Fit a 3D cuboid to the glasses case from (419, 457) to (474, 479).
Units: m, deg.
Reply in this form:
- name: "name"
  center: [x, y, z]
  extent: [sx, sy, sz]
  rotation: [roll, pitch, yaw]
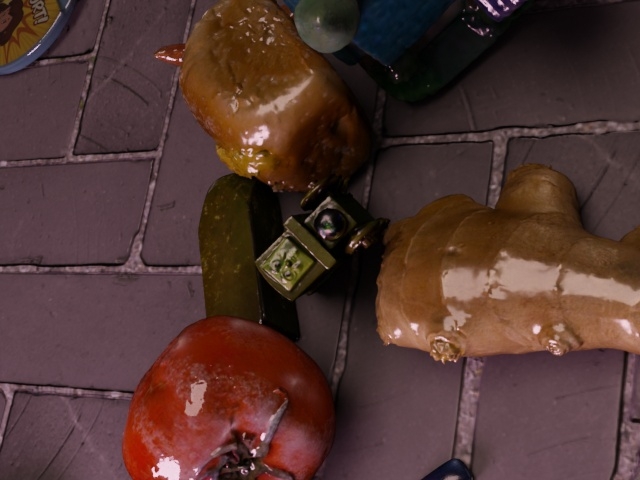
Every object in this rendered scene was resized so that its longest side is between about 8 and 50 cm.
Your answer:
- name: "glasses case"
  center: [0.119, 0.259, 1.187]
  extent: [0.083, 0.023, 0.033]
  rotation: [-38, 57, 12]

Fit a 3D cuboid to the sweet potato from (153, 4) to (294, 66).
- name: "sweet potato"
  center: [-0.092, -0.266, 1.497]
  extent: [0.255, 0.078, 0.058]
  rotation: [-16, 63, 23]

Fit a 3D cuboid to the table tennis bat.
- name: "table tennis bat"
  center: [-0.436, -0.389, 1.780]
  extent: [0.329, 0.044, 0.215]
  rotation: [-35, 55, 16]

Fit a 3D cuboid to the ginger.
- name: "ginger"
  center: [0.240, 0.039, 1.176]
  extent: [0.375, 0.166, 0.236]
  rotation: [9, 38, 14]

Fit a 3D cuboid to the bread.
- name: "bread"
  center: [-0.066, -0.170, 1.371]
  extent: [0.176, 0.195, 0.246]
  rotation: [-38, 54, 4]

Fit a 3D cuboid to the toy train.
- name: "toy train"
  center: [0.000, 0.000, 1.252]
  extent: [0.137, 0.225, 0.090]
  rotation: [-44, 85, 8]

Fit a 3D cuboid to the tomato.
- name: "tomato"
  center: [-0.096, 0.189, 1.233]
  extent: [0.232, 0.232, 0.188]
  rotation: [-40, 38, 11]

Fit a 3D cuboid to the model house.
- name: "model house"
  center: [0.120, -0.301, 1.210]
  extent: [0.312, 0.280, 0.245]
  rotation: [-42, 98, 11]

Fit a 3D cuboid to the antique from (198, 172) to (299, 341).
- name: "antique"
  center: [-0.093, 0.022, 1.377]
  extent: [0.081, 0.080, 0.221]
  rotation: [-23, 61, 23]
